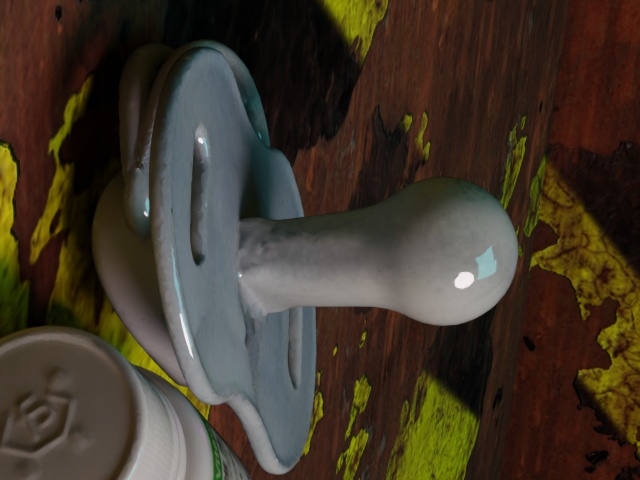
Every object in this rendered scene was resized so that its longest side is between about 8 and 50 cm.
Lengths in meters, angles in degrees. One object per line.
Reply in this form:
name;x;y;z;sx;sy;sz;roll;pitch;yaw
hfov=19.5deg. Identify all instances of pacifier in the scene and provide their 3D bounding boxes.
pacifier;0.000;0.000;1.092;0.299;0.233;0.244;59;33;-62

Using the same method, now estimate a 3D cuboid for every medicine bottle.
medicine bottle;-0.123;0.137;1.059;0.237;0.139;0.139;64;44;-65
